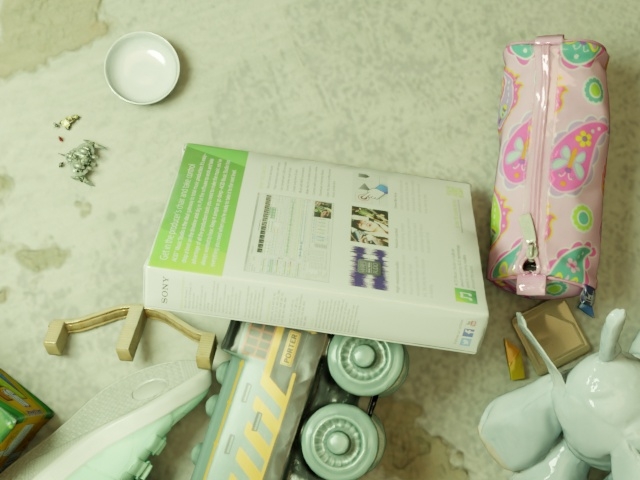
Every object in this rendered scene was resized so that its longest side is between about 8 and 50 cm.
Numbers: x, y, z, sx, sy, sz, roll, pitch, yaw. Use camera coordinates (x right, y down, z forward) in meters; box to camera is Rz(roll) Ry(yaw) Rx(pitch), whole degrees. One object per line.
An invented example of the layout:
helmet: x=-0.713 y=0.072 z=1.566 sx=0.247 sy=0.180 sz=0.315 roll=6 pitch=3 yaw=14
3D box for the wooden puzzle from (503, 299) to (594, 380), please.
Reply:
wooden puzzle: x=0.254 y=0.105 z=1.090 sx=0.116 sy=0.014 sz=0.079 roll=-19 pitch=89 yaw=-5

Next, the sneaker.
sneaker: x=-0.201 y=0.241 z=1.021 sx=0.256 sy=0.094 sz=0.151 roll=-35 pitch=116 yaw=-23

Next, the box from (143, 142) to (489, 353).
box: x=0.000 y=0.000 z=0.994 sx=0.321 sy=0.232 sz=0.059 roll=9 pitch=125 yaw=-3

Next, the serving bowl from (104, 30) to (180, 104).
serving bowl: x=-0.197 y=-0.189 z=1.093 sx=0.083 sy=0.027 sz=0.083 roll=0 pitch=82 yaw=-3

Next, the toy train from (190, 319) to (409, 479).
toy train: x=-0.028 y=0.188 z=1.009 sx=0.190 sy=0.142 sz=0.334 roll=16 pitch=84 yaw=11

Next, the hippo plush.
hippo plush: x=0.317 y=0.165 z=1.019 sx=0.236 sy=0.234 sz=0.294 roll=-27 pitch=101 yaw=-36

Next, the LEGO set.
LEGO set: x=-0.269 y=-0.100 z=1.079 sx=0.054 sy=0.023 sz=0.083 roll=-40 pitch=87 yaw=-7

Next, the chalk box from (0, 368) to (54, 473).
chalk box: x=-0.443 y=0.154 z=0.959 sx=0.289 sy=0.179 sz=0.180 roll=37 pitch=82 yaw=2

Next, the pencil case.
pencil case: x=0.245 y=-0.074 z=1.057 sx=0.124 sy=0.124 sz=0.284 roll=7 pitch=82 yaw=-2

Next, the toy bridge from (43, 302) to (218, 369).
toy bridge: x=-0.201 y=0.097 z=1.043 sx=0.188 sy=0.026 sz=0.063 roll=5 pitch=49 yaw=9
